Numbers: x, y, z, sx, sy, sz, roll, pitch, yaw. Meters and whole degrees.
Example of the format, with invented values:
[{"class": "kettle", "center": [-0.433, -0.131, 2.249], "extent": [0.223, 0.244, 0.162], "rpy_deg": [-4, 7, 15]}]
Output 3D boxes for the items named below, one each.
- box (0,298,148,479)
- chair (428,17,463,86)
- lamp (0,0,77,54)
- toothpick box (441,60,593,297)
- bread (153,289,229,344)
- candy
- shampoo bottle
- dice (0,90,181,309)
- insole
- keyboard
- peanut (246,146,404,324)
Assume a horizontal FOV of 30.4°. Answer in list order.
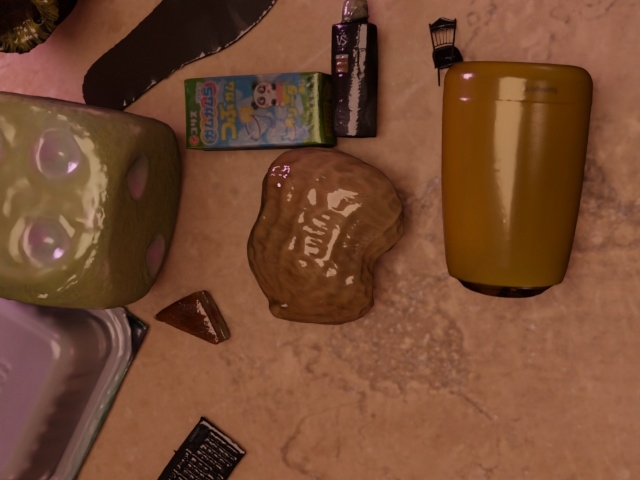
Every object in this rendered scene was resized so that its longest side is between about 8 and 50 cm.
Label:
[{"class": "box", "center": [-0.431, 0.205, 1.651], "extent": [0.264, 0.106, 0.337], "rpy_deg": [28, 101, 14]}, {"class": "chair", "center": [0.159, -0.237, 1.487], "extent": [0.037, 0.042, 0.086], "rpy_deg": [-9, 54, 16]}, {"class": "lamp", "center": [-0.424, -0.359, 1.557], "extent": [0.247, 0.247, 0.247], "rpy_deg": [1, 93, 17]}, {"class": "toothpick box", "center": [0.227, -0.073, 1.402], "extent": [0.175, 0.175, 0.271], "rpy_deg": [5, 97, 17]}, {"class": "bread", "center": [-0.170, 0.096, 1.597], "extent": [0.109, 0.043, 0.062], "rpy_deg": [18, 100, 17]}, {"class": "candy", "center": [-0.079, -0.167, 1.548], "extent": [0.194, 0.062, 0.097], "rpy_deg": [-1, 93, 18]}, {"class": "shampoo bottle", "center": [0.046, -0.235, 1.508], "extent": [0.057, 0.063, 0.208], "rpy_deg": [3, 95, 27]}, {"class": "dice", "center": [-0.335, -0.056, 1.530], "extent": [0.252, 0.254, 0.250], "rpy_deg": [12, 97, 15]}, {"class": "insole", "center": [-0.197, -0.279, 1.607], "extent": [0.328, 0.007, 0.111], "rpy_deg": [-32, 81, 16]}, {"class": "keyboard", "center": [-0.201, 0.364, 1.634], "extent": [0.087, 0.017, 0.250], "rpy_deg": [37, 103, 11]}, {"class": "peanut", "center": [0.000, 0.000, 1.507], "extent": [0.196, 0.110, 0.233], "rpy_deg": [22, 97, 15]}]
